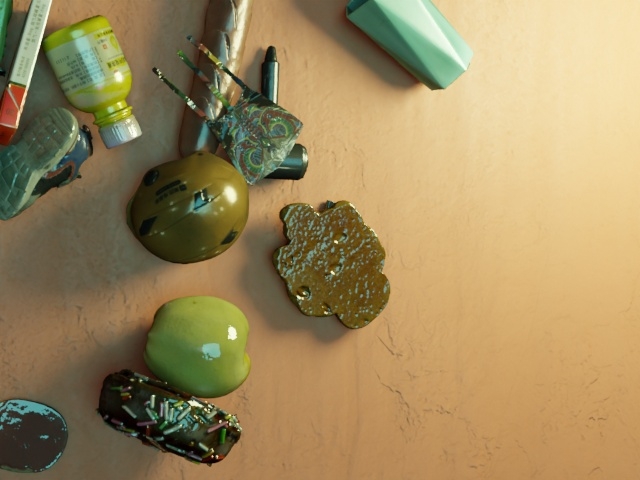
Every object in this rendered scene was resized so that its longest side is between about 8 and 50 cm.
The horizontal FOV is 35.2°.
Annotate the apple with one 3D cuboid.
[{"bbox_3d":[-0.212,0.188,1.797,0.200,0.200,0.200,-2,95,-19],"label":"apple"}]

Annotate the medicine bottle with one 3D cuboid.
[{"bbox_3d":[-0.380,-0.266,1.730,0.122,0.122,0.212,-27,103,-15],"label":"medicine bottle"}]

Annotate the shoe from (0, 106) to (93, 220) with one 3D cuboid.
[{"bbox_3d":[-0.474,-0.127,1.737,0.227,0.125,0.099,-46,71,14],"label":"shoe"}]

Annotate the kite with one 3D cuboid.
[{"bbox_3d":[-0.163,-0.235,1.780,0.285,0.015,0.152,42,77,-21],"label":"kite"}]

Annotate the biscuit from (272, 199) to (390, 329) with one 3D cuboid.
[{"bbox_3d":[0.018,0.043,1.923,0.208,0.041,0.290,-40,109,-11],"label":"biscuit"}]

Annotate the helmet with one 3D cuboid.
[{"bbox_3d":[-0.225,-0.041,1.770,0.224,0.130,0.198,-32,121,1],"label":"helmet"}]

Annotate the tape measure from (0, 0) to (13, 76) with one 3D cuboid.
[{"bbox_3d":[-0.583,-0.391,1.659,0.175,0.106,0.199,13,88,-23],"label":"tape measure"}]

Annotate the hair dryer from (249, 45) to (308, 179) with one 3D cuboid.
[{"bbox_3d":[-0.081,-0.236,1.877,0.114,0.070,0.247,4,85,-18],"label":"hair dryer"}]

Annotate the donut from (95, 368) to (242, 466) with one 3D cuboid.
[{"bbox_3d":[-0.264,0.310,1.747,0.270,0.270,0.103,30,72,-19],"label":"donut"}]

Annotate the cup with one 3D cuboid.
[{"bbox_3d":[0.173,-0.397,1.915,0.134,0.148,0.236,-38,114,21],"label":"cup"}]

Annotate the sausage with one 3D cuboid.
[{"bbox_3d":[-0.180,-0.338,1.816,0.088,0.088,0.433,12,91,-19],"label":"sausage"}]

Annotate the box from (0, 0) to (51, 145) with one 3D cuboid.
[{"bbox_3d":[-0.490,-0.285,1.659,0.035,0.139,0.245,17,77,-21],"label":"box"}]

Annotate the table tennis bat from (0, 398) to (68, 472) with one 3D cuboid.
[{"bbox_3d":[-0.562,0.336,1.773,0.235,0.022,0.131,18,89,-21],"label":"table tennis bat"}]

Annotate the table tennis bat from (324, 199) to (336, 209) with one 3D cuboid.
[{"bbox_3d":[0.000,0.000,1.940,0.095,0.014,0.158,16,91,-19],"label":"table tennis bat"}]
